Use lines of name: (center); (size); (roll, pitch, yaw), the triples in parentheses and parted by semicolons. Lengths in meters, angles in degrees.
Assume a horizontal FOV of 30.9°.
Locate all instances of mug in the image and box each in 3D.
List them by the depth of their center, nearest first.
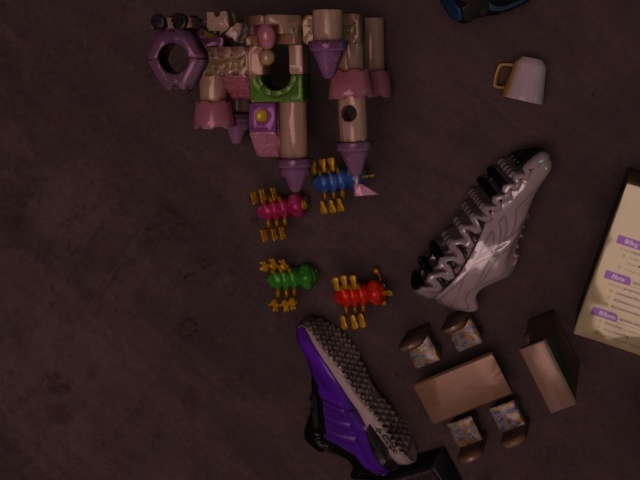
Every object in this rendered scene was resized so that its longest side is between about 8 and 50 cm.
mug: (0.296, -0.238, 1.705); (0.078, 0.062, 0.064); (13, 99, 5)

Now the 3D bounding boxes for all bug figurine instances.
bug figurine: (0.000, 0.000, 1.836); (0.216, 0.072, 0.279); (-4, 107, 21)

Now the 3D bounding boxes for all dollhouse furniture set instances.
dollhouse furniture set: (0.261, 0.216, 1.775); (0.242, 0.161, 0.212); (-25, 97, 19)

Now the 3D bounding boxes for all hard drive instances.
hard drive: (0.177, 0.485, 1.922); (0.172, 0.054, 0.254); (-20, 98, 19)

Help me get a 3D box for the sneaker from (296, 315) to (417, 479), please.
sneaker: (0.020, 0.270, 1.884); (0.146, 0.102, 0.293); (-32, 94, 21)

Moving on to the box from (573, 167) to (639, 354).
box: (0.510, 0.046, 1.690); (0.214, 0.117, 0.243); (18, 109, 10)

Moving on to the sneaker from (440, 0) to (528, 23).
sneaker: (0.217, -0.487, 1.650); (0.140, 0.125, 0.340); (-13, 98, -10)

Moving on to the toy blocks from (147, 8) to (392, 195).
toy blocks: (-0.062, -0.193, 1.676); (0.289, 0.309, 0.260); (1, 98, 15)

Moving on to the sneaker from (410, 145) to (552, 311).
sneaker: (0.262, -0.015, 1.757); (0.118, 0.110, 0.292); (32, 110, -14)
